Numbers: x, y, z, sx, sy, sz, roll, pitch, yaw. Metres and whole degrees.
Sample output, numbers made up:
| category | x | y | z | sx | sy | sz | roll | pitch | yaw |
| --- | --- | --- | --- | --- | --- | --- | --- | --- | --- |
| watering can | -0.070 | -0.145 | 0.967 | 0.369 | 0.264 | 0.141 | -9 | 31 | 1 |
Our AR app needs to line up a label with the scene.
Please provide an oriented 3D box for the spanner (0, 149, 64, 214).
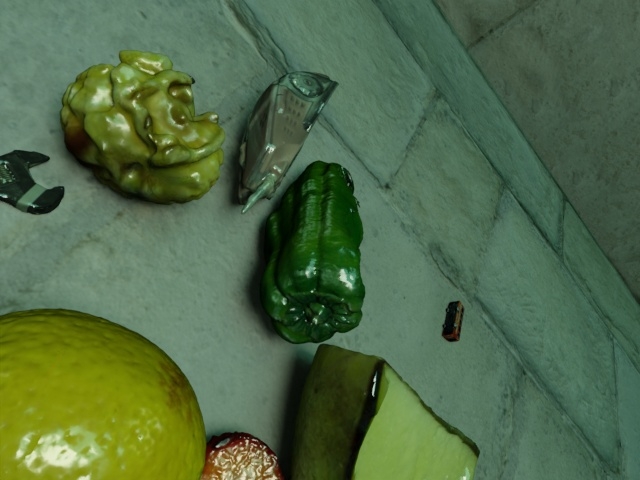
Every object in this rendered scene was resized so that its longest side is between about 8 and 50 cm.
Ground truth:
| category | x | y | z | sx | sy | sz | roll | pitch | yaw |
| --- | --- | --- | --- | --- | --- | --- | --- | --- | --- |
| spanner | -0.456 | -0.075 | 0.466 | 0.316 | 0.024 | 0.087 | -1 | 70 | -42 |

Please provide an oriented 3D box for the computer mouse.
| category | x | y | z | sx | sy | sz | roll | pitch | yaw |
| --- | --- | --- | --- | --- | --- | --- | --- | --- | --- |
| computer mouse | -0.084 | -0.182 | 0.761 | 0.115 | 0.199 | 0.389 | 29 | 50 | -5 |

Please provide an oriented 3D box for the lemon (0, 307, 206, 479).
| category | x | y | z | sx | sy | sz | roll | pitch | yaw |
| --- | --- | --- | --- | --- | --- | --- | --- | --- | --- |
| lemon | -0.238 | 0.186 | 0.384 | 0.267 | 0.267 | 0.267 | 20 | 58 | -36 |

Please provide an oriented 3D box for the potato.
| category | x | y | z | sx | sy | sz | roll | pitch | yaw |
| --- | --- | --- | --- | --- | --- | --- | --- | --- | --- |
| potato | 0.045 | 0.343 | 0.634 | 0.330 | 0.213 | 0.280 | 45 | 64 | -31 |

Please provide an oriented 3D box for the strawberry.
| category | x | y | z | sx | sy | sz | roll | pitch | yaw |
| --- | --- | --- | --- | --- | --- | --- | --- | --- | --- |
| strawberry | -0.117 | 0.318 | 0.547 | 0.145 | 0.086 | 0.145 | 22 | 55 | -35 |

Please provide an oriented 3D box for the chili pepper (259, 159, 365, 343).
| category | x | y | z | sx | sy | sz | roll | pitch | yaw |
| --- | --- | --- | --- | --- | --- | --- | --- | --- | --- |
| chili pepper | -0.010 | 0.004 | 0.745 | 0.168 | 0.213 | 0.384 | 3 | 35 | 3 |

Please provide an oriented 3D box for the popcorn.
| category | x | y | z | sx | sy | sz | roll | pitch | yaw |
| --- | --- | --- | --- | --- | --- | --- | --- | --- | --- |
| popcorn | -0.229 | -0.145 | 0.588 | 0.218 | 0.189 | 0.169 | 31 | 55 | -27 |

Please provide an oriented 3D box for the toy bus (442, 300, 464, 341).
| category | x | y | z | sx | sy | sz | roll | pitch | yaw |
| --- | --- | --- | --- | --- | --- | --- | --- | --- | --- |
| toy bus | 0.328 | 0.198 | 1.062 | 0.043 | 0.031 | 0.110 | 50 | 44 | -23 |
